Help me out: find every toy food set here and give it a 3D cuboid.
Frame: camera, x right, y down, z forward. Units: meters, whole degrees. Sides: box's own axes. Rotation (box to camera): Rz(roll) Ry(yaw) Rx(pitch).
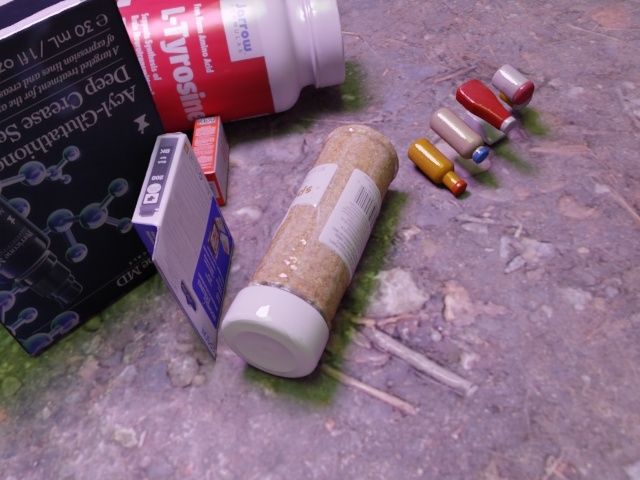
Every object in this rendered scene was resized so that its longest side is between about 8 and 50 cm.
[{"bbox_3d":[0.255,-0.173,0.942,0.232,0.111,0.104,-31,62,-19],"label":"toy food set"}]

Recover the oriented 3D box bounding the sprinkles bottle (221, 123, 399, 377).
[{"bbox_3d":[0.000,0.000,0.818,0.121,0.121,0.356,11,50,19],"label":"sprinkles bottle"}]

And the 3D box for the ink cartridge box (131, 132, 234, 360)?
[{"bbox_3d":[-0.167,0.011,0.779,0.045,0.206,0.208,-7,47,8],"label":"ink cartridge box"}]

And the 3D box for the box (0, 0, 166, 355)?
[{"bbox_3d":[-0.366,-0.104,0.790,0.293,0.396,0.212,-38,53,-23],"label":"box"}]

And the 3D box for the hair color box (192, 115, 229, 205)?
[{"bbox_3d":[-0.176,-0.127,0.998,0.043,0.072,0.141,-7,46,4],"label":"hair color box"}]

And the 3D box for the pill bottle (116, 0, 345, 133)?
[{"bbox_3d":[-0.171,-0.315,1.060,0.407,0.229,0.229,-11,47,-1],"label":"pill bottle"}]
